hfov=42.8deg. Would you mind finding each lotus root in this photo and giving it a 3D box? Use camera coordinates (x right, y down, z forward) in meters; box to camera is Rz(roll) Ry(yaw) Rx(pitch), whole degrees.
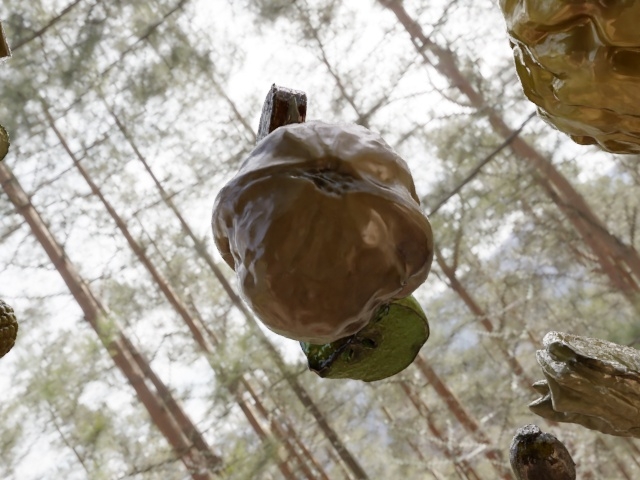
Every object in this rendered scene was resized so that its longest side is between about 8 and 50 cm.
[{"bbox_3d":[0.445,0.458,1.641,0.120,0.209,0.120,-27,20,11],"label":"lotus root"}]

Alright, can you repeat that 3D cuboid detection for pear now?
[{"bbox_3d":[0.113,0.158,1.634,0.255,0.164,0.238,15,-56,-42],"label":"pear"}]

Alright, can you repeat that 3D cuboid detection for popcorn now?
[{"bbox_3d":[0.354,-0.239,0.799,0.390,0.344,0.354,-30,-47,-39],"label":"popcorn"}]

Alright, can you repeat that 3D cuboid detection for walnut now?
[{"bbox_3d":[0.003,-0.013,1.332,0.383,0.383,0.383,-33,-8,-5],"label":"walnut"}]

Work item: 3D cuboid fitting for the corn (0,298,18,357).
[{"bbox_3d":[-0.682,0.179,1.359,0.344,0.131,0.131,-12,-22,-46],"label":"corn"}]

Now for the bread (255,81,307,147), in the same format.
[{"bbox_3d":[-0.074,-0.215,1.547,0.073,0.160,0.160,9,-22,-15],"label":"bread"}]

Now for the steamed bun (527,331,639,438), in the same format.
[{"bbox_3d":[0.526,0.276,1.447,0.247,0.428,0.189,-124,52,-63],"label":"steamed bun"}]

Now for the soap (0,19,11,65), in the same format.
[{"bbox_3d":[-0.532,-0.353,1.171,0.073,0.232,0.140,-22,8,-40],"label":"soap"}]

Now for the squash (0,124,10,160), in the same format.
[{"bbox_3d":[-0.689,-0.180,1.573,0.224,0.094,0.094,-1,19,46],"label":"squash"}]
